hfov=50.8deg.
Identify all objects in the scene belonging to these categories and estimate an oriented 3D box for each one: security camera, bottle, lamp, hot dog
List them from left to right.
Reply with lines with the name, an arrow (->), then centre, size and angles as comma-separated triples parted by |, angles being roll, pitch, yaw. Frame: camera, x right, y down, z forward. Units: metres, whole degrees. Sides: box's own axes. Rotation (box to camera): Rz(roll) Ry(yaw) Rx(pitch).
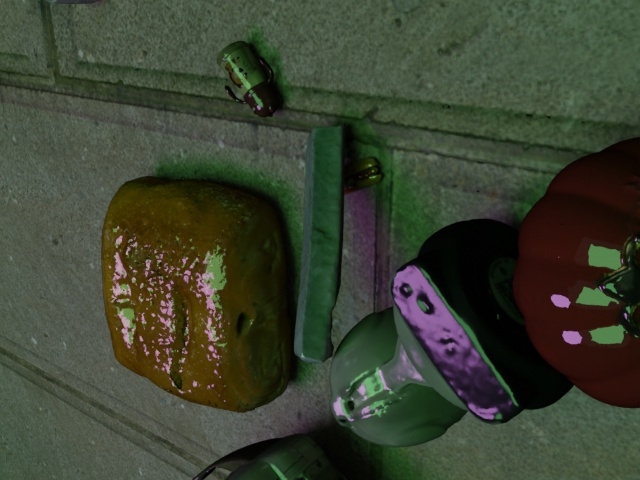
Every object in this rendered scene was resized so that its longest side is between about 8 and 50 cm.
bottle -> -0.088, -0.204, 0.861 | 0.101, 0.047, 0.063 | 57, 141, 4
hot dog -> 0.038, -0.077, 0.827 | 0.083, 0.021, 0.037 | -19, 94, 40
security camera -> 0.125, 0.123, 0.727 | 0.197, 0.191, 0.277 | 55, 133, 13
lamp -> 0.272, 0.028, 0.549 | 0.227, 0.227, 0.226 | 15, 116, 34

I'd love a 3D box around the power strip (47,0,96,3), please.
power strip -> -0.361, -0.441, 0.930 | 0.261, 0.141, 0.229 | 39, 128, 24

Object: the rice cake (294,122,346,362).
rice cake -> 0.001, 0.001, 0.788 | 0.081, 0.051, 0.290 | 133, 143, -67

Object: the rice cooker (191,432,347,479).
rice cooker -> -0.071, 0.455, 0.931 | 0.325, 0.335, 0.335 | 48, 130, 15

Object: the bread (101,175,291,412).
bread -> -0.202, 0.072, 0.995 | 0.337, 0.148, 0.327 | 15, 116, 33
